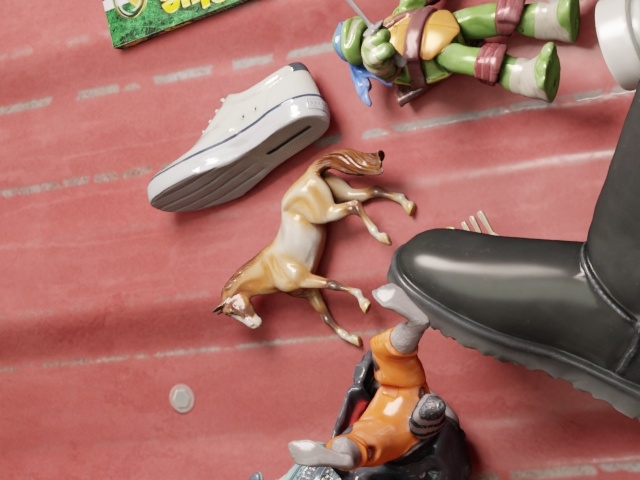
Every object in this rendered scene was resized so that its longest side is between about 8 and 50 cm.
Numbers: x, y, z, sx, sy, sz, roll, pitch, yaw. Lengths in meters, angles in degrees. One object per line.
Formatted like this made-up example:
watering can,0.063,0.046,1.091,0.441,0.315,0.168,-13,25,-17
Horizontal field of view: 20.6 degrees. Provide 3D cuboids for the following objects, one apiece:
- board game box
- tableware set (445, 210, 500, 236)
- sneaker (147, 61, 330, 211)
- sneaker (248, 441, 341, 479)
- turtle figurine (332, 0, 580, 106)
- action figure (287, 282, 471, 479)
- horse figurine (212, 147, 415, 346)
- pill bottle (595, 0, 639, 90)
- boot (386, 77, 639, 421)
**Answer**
board game box,-0.155,-0.332,2.109,0.260,0.030,0.136,-17,86,28
tableware set,0.170,0.052,1.948,0.104,0.024,0.154,-33,77,26
sneaker,-0.099,-0.118,2.063,0.258,0.094,0.091,-28,58,24
sneaker,-0.060,0.343,2.056,0.283,0.110,0.122,-41,55,21
turtle figurine,0.128,-0.251,1.853,0.266,0.198,0.274,10,112,19
action figure,0.074,0.247,1.844,0.178,0.330,0.341,8,67,21
horse figurine,0.000,0.000,2.016,0.174,0.066,0.263,26,106,19
pill bottle,0.396,-0.230,1.759,0.221,0.121,0.121,-17,84,28
boot,0.295,-0.070,1.725,0.367,0.146,0.445,23,124,8
